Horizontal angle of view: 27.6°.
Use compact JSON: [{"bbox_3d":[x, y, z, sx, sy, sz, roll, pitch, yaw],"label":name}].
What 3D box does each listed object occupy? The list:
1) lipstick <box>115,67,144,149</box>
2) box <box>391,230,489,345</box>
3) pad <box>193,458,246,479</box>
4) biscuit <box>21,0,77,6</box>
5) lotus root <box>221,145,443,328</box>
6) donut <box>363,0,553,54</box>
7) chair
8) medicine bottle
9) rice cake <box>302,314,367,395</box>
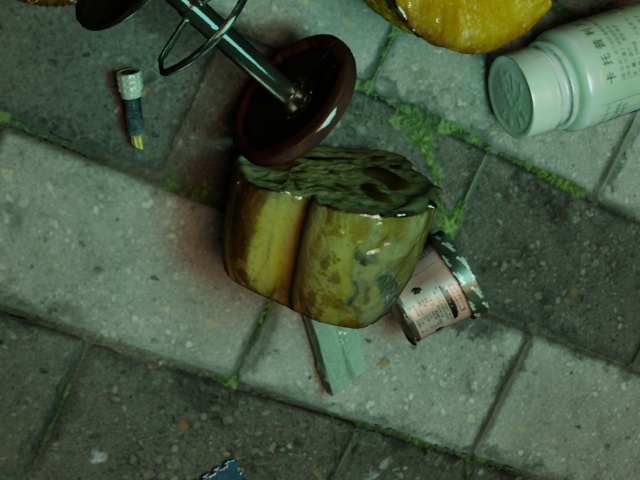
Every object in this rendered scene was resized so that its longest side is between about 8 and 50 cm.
[{"bbox_3d":[-0.263,-0.181,1.827,0.037,0.037,0.116,-13,117,-22],"label":"lipstick"},{"bbox_3d":[0.173,0.082,2.068,0.135,0.151,0.151,-32,118,-5],"label":"box"},{"bbox_3d":[-0.202,0.514,2.099,0.270,0.012,0.269,-31,118,-14],"label":"pad"},{"bbox_3d":[-0.348,-0.453,1.690,0.305,0.038,0.305,-8,110,-24],"label":"biscuit"},{"bbox_3d":[0.000,0.000,1.863,0.316,0.316,0.250,6,106,-28],"label":"lotus root"},{"bbox_3d":[0.176,-0.490,1.833,0.377,0.163,0.435,-6,112,-40],"label":"donut"},{"bbox_3d":[-0.110,-0.257,1.747,0.401,0.226,0.226,39,87,-38],"label":"chair"},{"bbox_3d":[0.420,-0.265,2.060,0.293,0.170,0.170,-19,114,-19],"label":"medicine bottle"},{"bbox_3d":[0.018,0.136,2.066,0.085,0.040,0.226,-24,115,-18],"label":"rice cake"}]
